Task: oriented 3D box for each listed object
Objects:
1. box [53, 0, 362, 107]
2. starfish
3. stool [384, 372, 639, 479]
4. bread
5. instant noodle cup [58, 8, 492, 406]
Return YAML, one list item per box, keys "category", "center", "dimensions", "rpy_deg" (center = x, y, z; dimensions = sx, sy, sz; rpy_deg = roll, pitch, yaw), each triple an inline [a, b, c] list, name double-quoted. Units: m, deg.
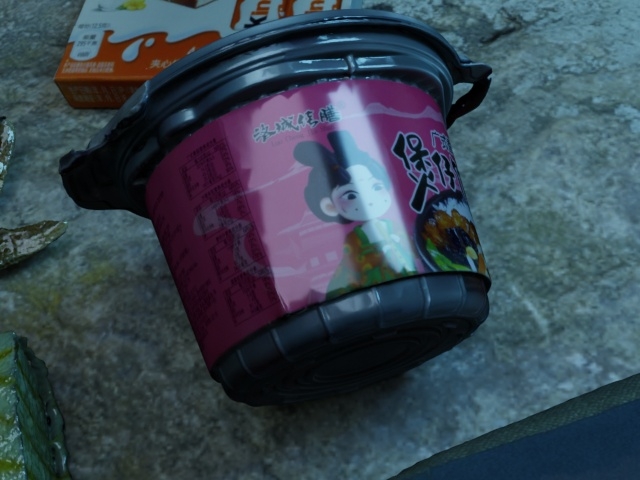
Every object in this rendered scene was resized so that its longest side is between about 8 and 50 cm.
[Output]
- category: "box"
  center: [-0.093, -0.242, 0.853]
  dimensions: [0.273, 0.048, 0.265]
  rpy_deg: [1, 57, 12]
- category: "starfish"
  center: [-0.331, -0.011, 0.742]
  dimensions: [0.236, 0.062, 0.277]
  rpy_deg: [-16, 54, -1]
- category: "stool"
  center: [0.191, 0.230, 0.383]
  dimensions: [0.310, 0.226, 0.310]
  rpy_deg: [-19, 56, -3]
- category: "bread"
  center: [-0.234, 0.148, 0.590]
  dimensions: [0.110, 0.103, 0.156]
  rpy_deg: [-17, 46, -11]
- category: "instant noodle cup"
  center: [0.000, 0.000, 0.577]
  dimensions: [0.302, 0.258, 0.181]
  rpy_deg: [-18, 71, 0]
